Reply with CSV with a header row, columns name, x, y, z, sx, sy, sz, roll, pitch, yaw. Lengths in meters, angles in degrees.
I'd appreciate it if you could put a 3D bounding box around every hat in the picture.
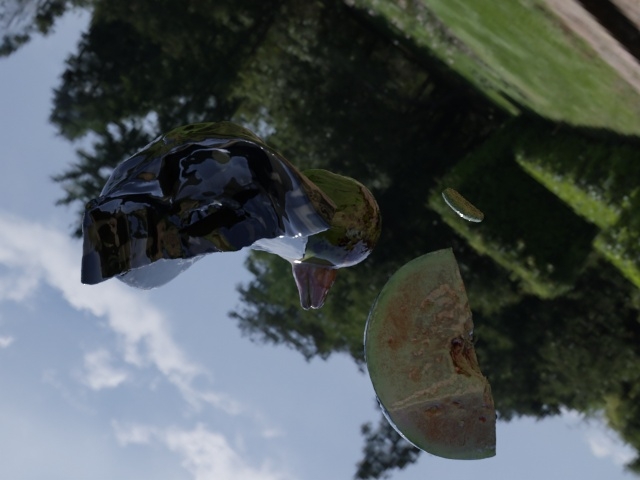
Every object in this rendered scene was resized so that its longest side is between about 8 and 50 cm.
name,x,y,z,sx,sy,sz,roll,pitch,yaw
hat,-0.168,-0.049,1.389,0.381,0.366,0.257,-111,11,-80

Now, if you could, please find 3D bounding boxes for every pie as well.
name,x,y,z,sx,sy,sz,roll,pitch,yaw
pie,0.237,-0.057,1.559,0.084,0.021,0.084,33,-161,-13

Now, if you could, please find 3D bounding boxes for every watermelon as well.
name,x,y,z,sx,sy,sz,roll,pitch,yaw
watermelon,0.151,0.194,1.473,0.175,0.188,0.321,110,152,-72

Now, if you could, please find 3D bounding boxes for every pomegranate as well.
name,x,y,z,sx,sy,sz,roll,pitch,yaw
pomegranate,0.000,0.000,1.649,0.214,0.247,0.214,5,176,0
